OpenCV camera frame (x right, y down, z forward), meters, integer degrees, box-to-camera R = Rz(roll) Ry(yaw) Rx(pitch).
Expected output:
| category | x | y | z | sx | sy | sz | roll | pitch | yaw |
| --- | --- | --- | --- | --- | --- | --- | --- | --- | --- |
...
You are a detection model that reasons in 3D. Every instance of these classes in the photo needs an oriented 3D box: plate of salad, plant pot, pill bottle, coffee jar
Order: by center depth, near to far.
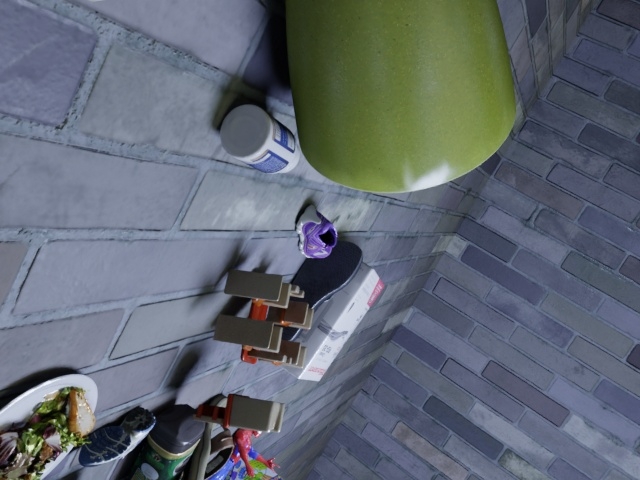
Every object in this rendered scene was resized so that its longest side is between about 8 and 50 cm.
| category | x | y | z | sx | sy | sz | roll | pitch | yaw |
| --- | --- | --- | --- | --- | --- | --- | --- | --- | --- |
| plant pot | 0.073 | -0.252 | 0.633 | 0.275 | 0.275 | 0.293 | -48 | 144 | -24 |
| plate of salad | -0.339 | 0.246 | 0.684 | 0.200 | 0.048 | 0.200 | -48 | 160 | -24 |
| pill bottle | -0.070 | -0.121 | 0.728 | 0.067 | 0.067 | 0.120 | -59 | 161 | 5 |
| coffee jar | -0.271 | 0.375 | 1.007 | 0.184 | 0.079 | 0.096 | -62 | 166 | 17 |

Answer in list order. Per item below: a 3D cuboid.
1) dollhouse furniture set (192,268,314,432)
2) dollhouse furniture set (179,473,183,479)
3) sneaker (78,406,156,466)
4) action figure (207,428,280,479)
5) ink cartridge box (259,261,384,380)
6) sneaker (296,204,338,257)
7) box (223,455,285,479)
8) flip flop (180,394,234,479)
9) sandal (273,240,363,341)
| category | x | y | z | sx | sy | sz | roll | pitch | yaw |
| --- | --- | --- | --- | --- | --- | --- | --- | --- | --- |
| dollhouse furniture set | -0.118 | 0.188 | 0.998 | 0.262 | 0.135 | 0.259 | 61 | 38 | -69 |
| dollhouse furniture set | -0.270 | 0.568 | 1.242 | 0.129 | 0.129 | 0.183 | -50 | 159 | -20 |
| sneaker | -0.303 | 0.306 | 0.867 | 0.135 | 0.052 | 0.058 | -18 | 142 | -61 |
| action figure | -0.207 | 0.573 | 1.411 | 0.280 | 0.139 | 0.091 | -50 | 161 | -28 |
| ink cartridge box | 0.010 | 0.170 | 1.312 | 0.283 | 0.117 | 0.207 | -55 | 161 | -5 |
| sneaker | 0.000 | 0.000 | 1.089 | 0.068 | 0.071 | 0.170 | -53 | 161 | -12 |
| box | -0.162 | 0.731 | 1.541 | 0.177 | 0.279 | 0.290 | -45 | 159 | -30 |
| flip flop | -0.207 | 0.405 | 1.103 | 0.277 | 0.080 | 0.112 | -91 | -156 | -70 |
| sandal | -0.014 | 0.100 | 1.194 | 0.254 | 0.097 | 0.054 | -47 | 160 | 3 |
